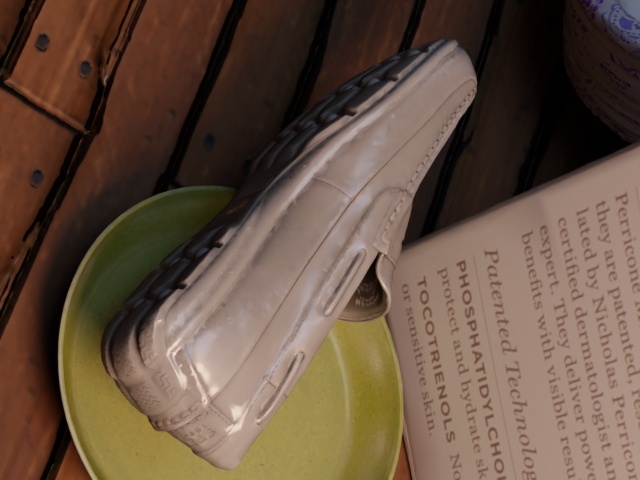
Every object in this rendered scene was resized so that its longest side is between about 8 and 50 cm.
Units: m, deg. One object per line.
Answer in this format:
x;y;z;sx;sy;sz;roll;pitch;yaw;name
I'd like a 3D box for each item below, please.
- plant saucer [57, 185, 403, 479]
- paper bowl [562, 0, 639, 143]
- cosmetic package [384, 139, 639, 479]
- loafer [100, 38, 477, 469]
-0.057;0.087;1.168;0.241;0.037;0.241;13;66;-31;plant saucer
0.315;-0.144;1.396;0.284;0.148;0.284;0;43;0;paper bowl
0.296;0.111;1.185;0.329;0.393;0.327;-1;74;-36;cosmetic package
0.000;0.000;1.154;0.111;0.112;0.319;51;60;-16;loafer
